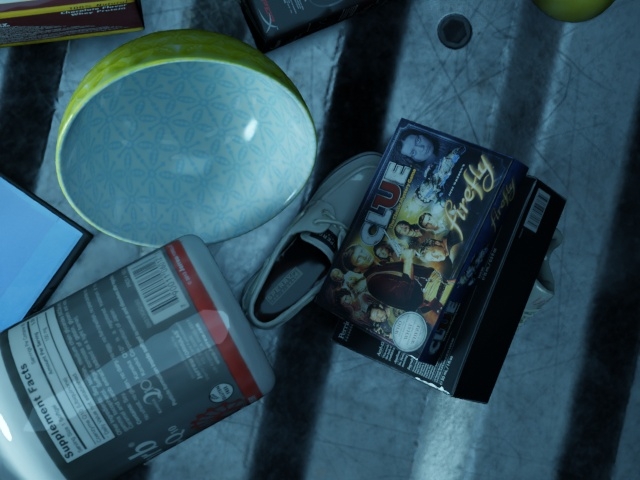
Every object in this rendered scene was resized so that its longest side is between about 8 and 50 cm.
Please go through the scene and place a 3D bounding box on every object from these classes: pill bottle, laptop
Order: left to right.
[{"bbox_3d":[-0.443,0.015,1.128,0.137,0.264,0.234,33,87,30],"label":"laptop"},{"bbox_3d":[-0.252,0.162,1.114,0.363,0.210,0.210,-28,95,-7],"label":"pill bottle"}]

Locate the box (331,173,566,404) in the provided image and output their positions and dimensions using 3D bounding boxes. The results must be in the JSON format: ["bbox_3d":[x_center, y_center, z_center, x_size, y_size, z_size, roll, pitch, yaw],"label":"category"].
[{"bbox_3d":[0.150,0.036,1.171,0.184,0.103,0.261,22,90,36],"label":"box"}]

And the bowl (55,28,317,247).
[{"bbox_3d":[-0.158,-0.142,1.131,0.290,0.289,0.156,-10,50,-6],"label":"bowl"}]

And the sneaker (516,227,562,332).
[{"bbox_3d":[0.227,0.073,1.210,0.090,0.115,0.232,16,92,-37],"label":"sneaker"}]

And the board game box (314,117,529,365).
[{"bbox_3d":[0.110,-0.003,1.122,0.042,0.165,0.243,23,93,-51],"label":"board game box"}]

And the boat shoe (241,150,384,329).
[{"bbox_3d":[0.000,0.000,1.204,0.096,0.088,0.267,45,87,-6],"label":"boat shoe"}]

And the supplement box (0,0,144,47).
[{"bbox_3d":[-0.305,-0.304,1.105,0.192,0.194,0.129,-8,93,-6],"label":"supplement box"}]

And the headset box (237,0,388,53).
[{"bbox_3d":[0.021,-0.383,1.182,0.293,0.110,0.218,-24,95,-5],"label":"headset box"}]

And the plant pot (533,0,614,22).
[{"bbox_3d":[0.331,-0.347,1.227,0.134,0.095,0.134,0,92,-6],"label":"plant pot"}]
